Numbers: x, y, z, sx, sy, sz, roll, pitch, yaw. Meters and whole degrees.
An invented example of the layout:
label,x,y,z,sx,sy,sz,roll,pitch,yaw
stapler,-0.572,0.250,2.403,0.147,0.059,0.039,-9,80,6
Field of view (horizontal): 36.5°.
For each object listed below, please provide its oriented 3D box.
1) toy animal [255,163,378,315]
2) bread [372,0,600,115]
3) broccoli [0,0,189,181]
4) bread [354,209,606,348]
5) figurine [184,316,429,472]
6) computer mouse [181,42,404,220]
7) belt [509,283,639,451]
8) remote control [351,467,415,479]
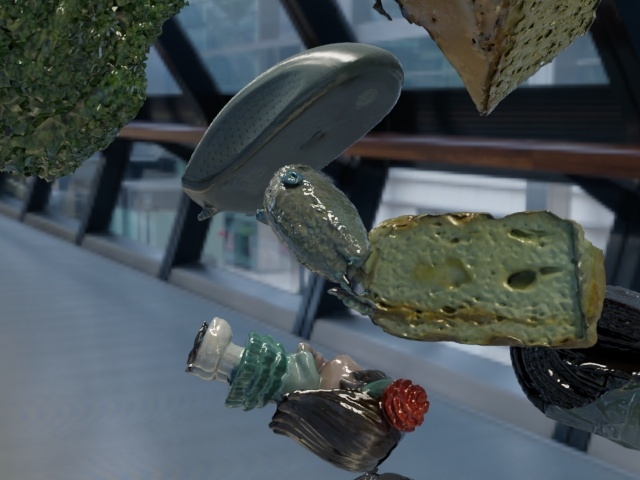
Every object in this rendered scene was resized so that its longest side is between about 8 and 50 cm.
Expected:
label,x,y,z,sx,sy,sz,roll,pitch,yaw
toy animal,0.005,0.008,0.781,0.079,0.070,0.253,10,26,-20
bread,0.155,-0.335,1.108,0.248,0.279,0.315,-37,57,-19
broccoli,-0.287,-0.197,0.710,0.413,0.321,0.310,-4,-1,-17
bread,0.148,0.034,0.917,0.232,0.128,0.088,0,9,24
figurine,-0.019,0.156,1.008,0.245,0.110,0.138,23,-25,-2
computer mouse,-0.052,-0.163,1.378,0.371,0.122,0.188,-39,-27,15
belt,0.383,0.159,1.219,0.289,0.184,0.164,16,11,34
remote control,0.185,0.416,1.356,0.144,0.062,0.399,-18,20,-41
